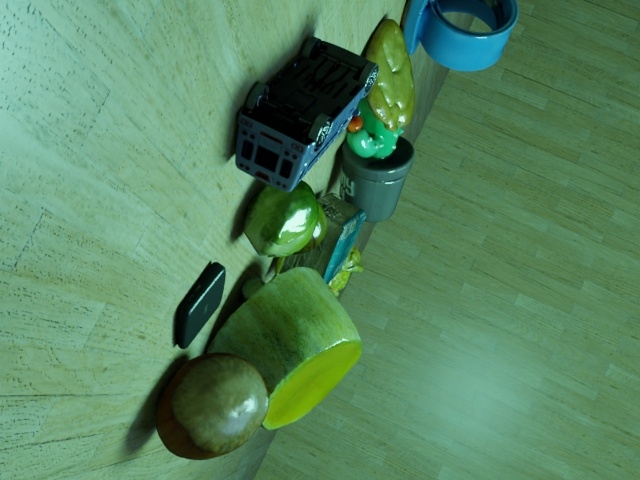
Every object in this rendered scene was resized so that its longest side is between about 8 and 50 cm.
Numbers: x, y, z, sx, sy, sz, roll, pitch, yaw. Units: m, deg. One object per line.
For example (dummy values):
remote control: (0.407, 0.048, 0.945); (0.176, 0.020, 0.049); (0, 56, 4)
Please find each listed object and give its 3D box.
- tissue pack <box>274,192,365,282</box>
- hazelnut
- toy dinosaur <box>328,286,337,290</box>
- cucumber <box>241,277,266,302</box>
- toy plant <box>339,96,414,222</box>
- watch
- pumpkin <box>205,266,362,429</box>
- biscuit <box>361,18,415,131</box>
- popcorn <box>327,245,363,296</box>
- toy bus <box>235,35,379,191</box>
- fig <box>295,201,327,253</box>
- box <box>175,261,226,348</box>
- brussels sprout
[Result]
tissue pack: (0.000, 0.000, 1.858); (0.192, 0.134, 0.271); (-66, 171, 14)
hazelnut: (-0.200, 0.295, 1.383); (0.214, 0.176, 0.214); (-29, -178, 1)
toy dinosaur: (-0.020, 0.115, 1.966); (0.288, 0.117, 0.070); (9, 102, -56)
cucumber: (-0.136, 0.113, 1.622); (0.064, 0.064, 0.112); (-64, 169, -9)
toy plant: (0.139, -0.237, 1.923); (0.279, 0.185, 0.400); (-32, 143, -37)
watch: (0.377, -0.595, 2.010); (0.305, 0.274, 0.241); (-55, 167, -27)
pumpkin: (-0.060, 0.236, 1.611); (0.332, 0.199, 0.332); (-38, 152, -25)
biscuit: (0.162, -0.379, 1.761); (0.203, 0.041, 0.260); (4, 85, -49)
popcorn: (0.025, 0.071, 2.199); (0.197, 0.155, 0.197); (-44, 174, -6)
toy bus: (-0.018, -0.204, 1.206); (0.292, 0.125, 0.133); (-54, 168, -47)
fig: (-0.044, -0.081, 1.483); (0.124, 0.124, 0.236); (-55, 155, -51)
box: (-0.205, 0.112, 1.302); (0.125, 0.027, 0.126); (-55, 168, -38)
brussels sprout: (-0.070, -0.041, 1.381); (0.155, 0.117, 0.155); (-31, 150, -20)
